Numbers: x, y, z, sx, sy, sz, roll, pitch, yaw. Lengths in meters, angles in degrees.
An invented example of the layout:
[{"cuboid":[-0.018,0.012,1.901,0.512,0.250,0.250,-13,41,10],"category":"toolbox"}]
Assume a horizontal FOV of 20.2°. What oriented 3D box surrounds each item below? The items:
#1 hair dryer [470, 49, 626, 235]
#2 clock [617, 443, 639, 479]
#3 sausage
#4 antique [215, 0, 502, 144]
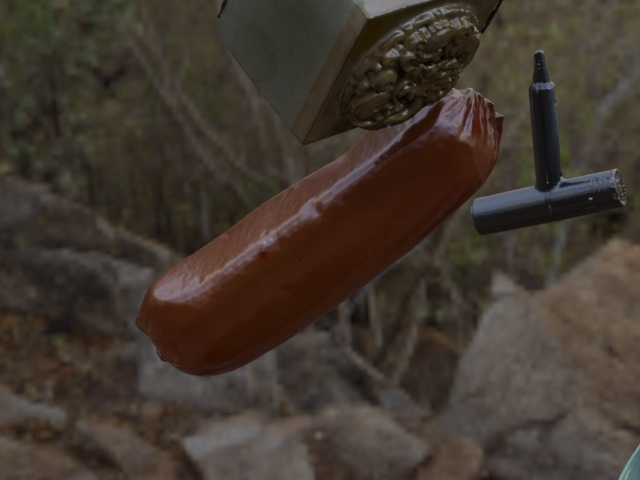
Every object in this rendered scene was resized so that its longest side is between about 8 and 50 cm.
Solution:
[{"cuboid":[0.232,-0.110,2.005,0.173,0.195,0.050,-14,15,21],"category":"hair dryer"},{"cuboid":[0.346,0.200,1.687,0.066,0.159,0.211,38,29,1],"category":"clock"},{"cuboid":[0.001,0.000,1.439,0.348,0.097,0.094,-34,40,16],"category":"sausage"},{"cuboid":[0.035,-0.168,1.303,0.152,0.146,0.148,-21,64,-34],"category":"antique"}]
